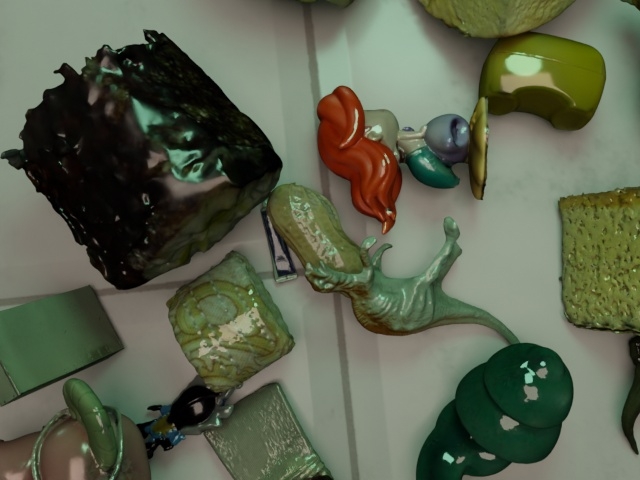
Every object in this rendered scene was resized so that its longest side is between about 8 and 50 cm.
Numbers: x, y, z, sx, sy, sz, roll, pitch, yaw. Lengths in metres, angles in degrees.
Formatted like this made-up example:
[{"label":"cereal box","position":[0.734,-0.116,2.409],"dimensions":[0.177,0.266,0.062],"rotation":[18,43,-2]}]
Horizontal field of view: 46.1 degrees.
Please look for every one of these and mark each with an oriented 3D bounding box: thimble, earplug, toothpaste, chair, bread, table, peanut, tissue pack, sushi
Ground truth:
[{"label":"thimble","position":[-0.142,0.122,1.156],"dimensions":[0.143,0.137,0.190],"rotation":[-31,75,2]},{"label":"earplug","position":[0.252,0.272,1.089],"dimensions":[0.164,0.257,0.280],"rotation":[37,122,20]},{"label":"toothpaste","position":[-0.073,-0.002,1.212],"dimensions":[0.037,0.021,0.140],"rotation":[-16,89,2]},{"label":"chair","position":[-0.050,0.392,1.122],"dimensions":[0.160,0.186,0.319],"rotation":[-34,89,9]},{"label":"bread","position":[0.552,0.012,1.155],"dimensions":[0.315,0.279,0.248],"rotation":[0,89,-39]},{"label":"table","position":[-0.430,0.164,1.130],"dimensions":[0.111,0.240,0.121],"rotation":[-31,86,21]},{"label":"peanut","position":[0.000,0.000,1.175],"dimensions":[0.090,0.098,0.214],"rotation":[-37,88,39]},{"label":"tissue pack","position":[0.337,-0.250,1.143],"dimensions":[0.178,0.123,0.127],"rotation":[13,85,4]},{"label":"sushi","position":[-0.249,-0.109,1.093],"dimensions":[0.299,0.281,0.294],"rotation":[-43,87,13]}]

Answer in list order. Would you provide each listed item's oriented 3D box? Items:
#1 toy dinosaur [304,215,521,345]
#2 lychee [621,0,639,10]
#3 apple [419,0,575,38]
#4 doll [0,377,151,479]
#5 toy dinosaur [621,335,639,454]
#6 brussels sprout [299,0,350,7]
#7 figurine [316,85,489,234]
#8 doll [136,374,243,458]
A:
[{"label":"toy dinosaur","position":[0.167,0.077,1.143],"dimensions":[0.393,0.092,0.205],"rotation":[36,90,-26]},{"label":"lychee","position":[0.595,-0.270,1.068],"dimensions":[0.270,0.270,0.320],"rotation":[-35,120,2]},{"label":"apple","position":[0.250,-0.477,1.098],"dimensions":[0.314,0.252,0.309],"rotation":[-47,53,9]},{"label":"doll","position":[-0.358,0.343,1.092],"dimensions":[0.216,0.268,0.284],"rotation":[-14,90,-36]},{"label":"toy dinosaur","position":[0.542,0.225,1.137],"dimensions":[0.187,0.087,0.179],"rotation":[-17,86,4]},{"label":"brussels sprout","position":[-0.039,-0.513,1.101],"dimensions":[0.354,0.281,0.289],"rotation":[47,67,-14]},{"label":"figurine","position":[0.119,-0.126,1.133],"dimensions":[0.257,0.181,0.208],"rotation":[1,117,10]},{"label":"doll","position":[-0.205,0.271,1.188],"dimensions":[0.195,0.070,0.096],"rotation":[-32,59,5]}]
